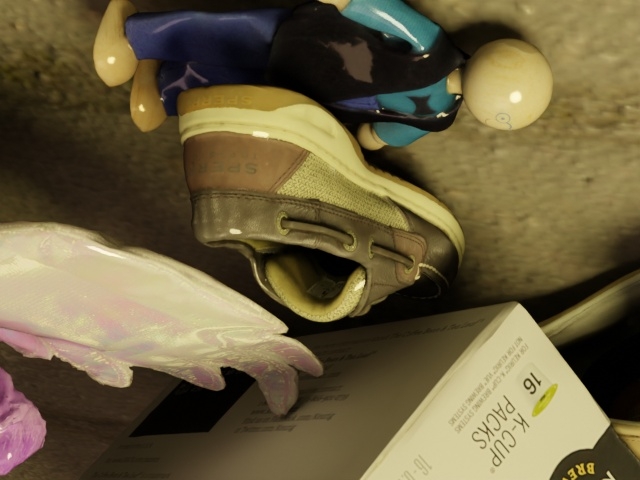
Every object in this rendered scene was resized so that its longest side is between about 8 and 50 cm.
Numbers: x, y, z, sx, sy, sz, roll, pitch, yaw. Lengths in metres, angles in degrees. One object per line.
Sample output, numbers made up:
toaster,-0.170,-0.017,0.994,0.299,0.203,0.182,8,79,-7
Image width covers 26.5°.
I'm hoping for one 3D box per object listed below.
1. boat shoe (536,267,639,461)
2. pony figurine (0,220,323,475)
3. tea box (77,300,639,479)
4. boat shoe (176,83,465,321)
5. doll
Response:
boat shoe,0.191,0.053,0.605,0.103,0.113,0.302,24,148,-18
pony figurine,-0.222,0.039,0.612,0.303,0.363,0.351,8,157,45
tea box,0.039,0.233,0.725,0.323,0.220,0.329,50,152,-14
boat shoe,0.001,0.000,0.608,0.080,0.073,0.223,4,165,26
doll,0.005,-0.071,0.580,0.189,0.046,0.129,4,154,19
